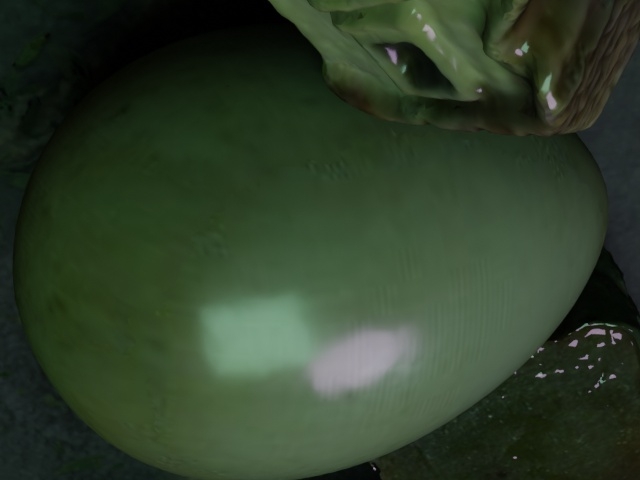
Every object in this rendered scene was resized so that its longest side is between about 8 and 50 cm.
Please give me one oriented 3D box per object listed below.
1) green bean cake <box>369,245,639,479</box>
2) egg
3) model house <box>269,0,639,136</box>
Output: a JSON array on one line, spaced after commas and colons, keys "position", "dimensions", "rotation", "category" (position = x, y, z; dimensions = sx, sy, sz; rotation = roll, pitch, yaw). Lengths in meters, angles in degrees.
[{"position": [0.123, 0.101, 0.859], "dimensions": [0.173, 0.094, 0.181], "rotation": [-24, 128, 13], "category": "green bean cake"}, {"position": [0.000, 0.000, 0.691], "dimensions": [0.295, 0.218, 0.218], "rotation": [-13, 130, -11], "category": "egg"}, {"position": [0.075, -0.138, 0.479], "dimensions": [0.266, 0.321, 0.261], "rotation": [40, 73, -30], "category": "model house"}]
